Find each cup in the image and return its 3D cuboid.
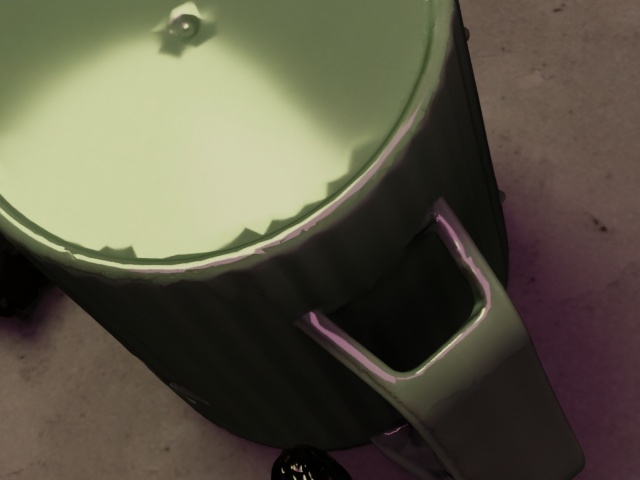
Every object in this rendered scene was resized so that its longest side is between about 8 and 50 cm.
[{"bbox_3d":[0.007,-0.023,0.607,0.400,0.392,0.310,19,75,16],"label":"cup"}]

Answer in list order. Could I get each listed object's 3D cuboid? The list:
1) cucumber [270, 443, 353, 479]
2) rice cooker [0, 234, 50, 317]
[{"bbox_3d":[0.019,0.269,0.557,0.081,0.072,0.304,-5,96,12],"label":"cucumber"},{"bbox_3d":[-0.287,-0.023,0.812,0.118,0.142,0.203,20,73,9],"label":"rice cooker"}]
